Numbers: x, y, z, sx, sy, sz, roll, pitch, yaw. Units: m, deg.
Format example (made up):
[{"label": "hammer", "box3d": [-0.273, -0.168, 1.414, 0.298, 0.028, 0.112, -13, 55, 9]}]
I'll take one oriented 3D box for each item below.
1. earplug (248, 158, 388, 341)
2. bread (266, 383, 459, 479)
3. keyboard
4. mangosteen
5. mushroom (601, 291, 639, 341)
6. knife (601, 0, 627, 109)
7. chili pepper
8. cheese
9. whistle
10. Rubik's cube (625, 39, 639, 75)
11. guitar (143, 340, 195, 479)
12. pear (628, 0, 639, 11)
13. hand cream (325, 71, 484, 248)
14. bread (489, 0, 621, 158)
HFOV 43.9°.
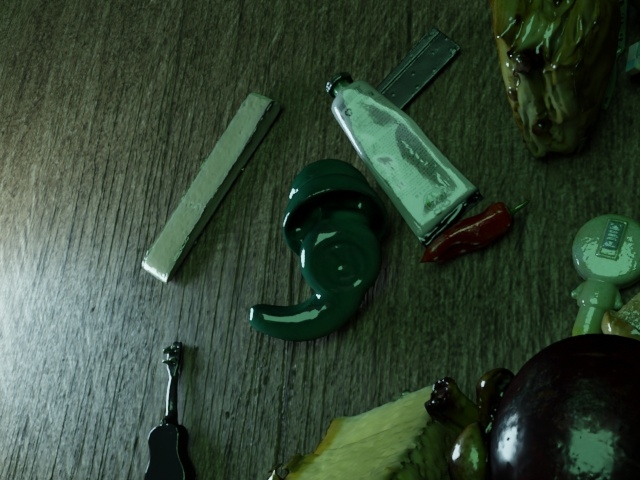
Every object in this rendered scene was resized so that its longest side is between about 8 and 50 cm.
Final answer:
[{"label": "earplug", "box3d": [0.003, 0.005, 1.273, 0.257, 0.163, 0.280, 127, 151, -44]}, {"label": "bread", "box3d": [0.046, 0.281, 1.008, 0.248, 0.315, 0.279, -21, 49, 18]}, {"label": "keyboard", "box3d": [0.142, -0.267, 1.380, 0.231, 0.023, 0.072, -46, 61, 4]}, {"label": "mangosteen", "box3d": [0.292, 0.249, 0.872, 0.293, 0.297, 0.297, -18, 58, 1]}, {"label": "mushroom", "box3d": [0.511, 0.028, 0.988, 0.351, 0.095, 0.123, -40, 90, 7]}, {"label": "knife", "box3d": [0.452, -0.290, 1.219, 0.030, 0.014, 0.207, 2, 68, 32]}, {"label": "chili pepper", "box3d": [0.232, -0.013, 1.185, 0.191, 0.059, 0.050, -31, 64, 10]}, {"label": "cheese", "box3d": [-0.206, -0.104, 1.493, 0.085, 0.034, 0.400, 25, 81, 40]}, {"label": "whistle", "box3d": [0.377, 0.056, 1.068, 0.104, 0.057, 0.198, 16, 76, 28]}, {"label": "Rubik's cube", "box3d": [0.483, -0.266, 1.152, 0.073, 0.075, 0.084, 42, 130, 37]}, {"label": "guitar", "box3d": [-0.251, 0.292, 1.324, 0.083, 0.038, 0.271, -16, 61, 21]}, {"label": "pear", "box3d": [0.511, -0.410, 1.131, 0.198, 0.198, 0.198, -12, 62, 24]}, {"label": "hand cream", "box3d": [0.119, -0.149, 1.301, 0.121, 0.076, 0.336, -42, 65, 12]}, {"label": "bread", "box3d": [0.343, -0.318, 1.141, 0.166, 0.277, 0.325, -7, 61, 21]}]
